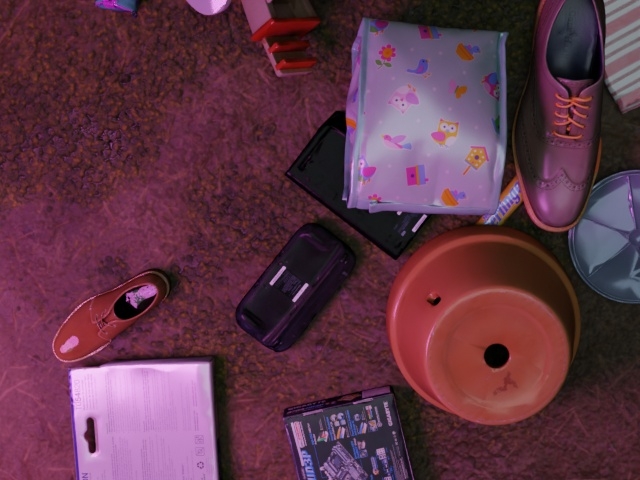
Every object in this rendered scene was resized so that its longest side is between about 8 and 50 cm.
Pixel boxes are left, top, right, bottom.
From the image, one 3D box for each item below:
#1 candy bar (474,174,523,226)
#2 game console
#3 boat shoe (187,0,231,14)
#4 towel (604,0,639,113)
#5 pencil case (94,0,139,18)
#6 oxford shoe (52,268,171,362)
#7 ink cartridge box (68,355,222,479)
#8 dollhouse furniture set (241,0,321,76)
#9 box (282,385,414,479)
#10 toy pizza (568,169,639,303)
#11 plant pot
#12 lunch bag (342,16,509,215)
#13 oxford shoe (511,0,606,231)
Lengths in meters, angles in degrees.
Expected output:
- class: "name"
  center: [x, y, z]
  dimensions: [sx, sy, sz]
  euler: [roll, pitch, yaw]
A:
- class: "candy bar"
  center: [0.270, -0.043, 1.723]
  dimensions: [0.040, 0.018, 0.161]
  euler: [40, 96, -3]
- class: "game console"
  center: [0.000, 0.000, 1.725]
  dimensions: [0.213, 0.044, 0.361]
  euler: [38, 95, -3]
- class: "boat shoe"
  center: [-0.180, -0.456, 1.653]
  dimensions: [0.096, 0.088, 0.267]
  euler: [-24, 90, 28]
- class: "towel"
  center: [0.462, -0.304, 1.682]
  dimensions: [0.144, 0.029, 0.197]
  euler: [-28, 95, 8]
- class: "pencil case"
  center: [-0.279, -0.406, 1.670]
  dimensions: [0.064, 0.070, 0.151]
  euler: [16, 96, 0]
- class: "oxford shoe"
  center: [-0.325, 0.116, 1.735]
  dimensions: [0.212, 0.076, 0.076]
  euler: [-37, 96, 7]
- class: "ink cartridge box"
  center: [-0.268, 0.293, 1.768]
  dimensions: [0.224, 0.045, 0.223]
  euler: [-2, 97, 3]
- class: "dollhouse furniture set"
  center: [0.013, -0.352, 1.582]
  dimensions: [0.259, 0.262, 0.135]
  euler: [-36, 74, 43]
- class: "box"
  center: [0.052, 0.349, 1.762]
  dimensions: [0.175, 0.051, 0.220]
  euler: [-14, 97, 4]
- class: "toy pizza"
  center: [0.470, -0.006, 1.714]
  dimensions: [0.201, 0.032, 0.201]
  euler: [0, 98, 1]
- class: "plant pot"
  center: [0.242, 0.136, 1.643]
  dimensions: [0.291, 0.203, 0.291]
  euler: [0, 101, 1]
- class: "lunch bag"
  center: [0.147, -0.162, 1.618]
  dimensions: [0.223, 0.160, 0.262]
  euler: [4, 81, -5]
- class: "oxford shoe"
  center: [0.341, -0.187, 1.629]
  dimensions: [0.130, 0.133, 0.363]
  euler: [1, 99, 7]
